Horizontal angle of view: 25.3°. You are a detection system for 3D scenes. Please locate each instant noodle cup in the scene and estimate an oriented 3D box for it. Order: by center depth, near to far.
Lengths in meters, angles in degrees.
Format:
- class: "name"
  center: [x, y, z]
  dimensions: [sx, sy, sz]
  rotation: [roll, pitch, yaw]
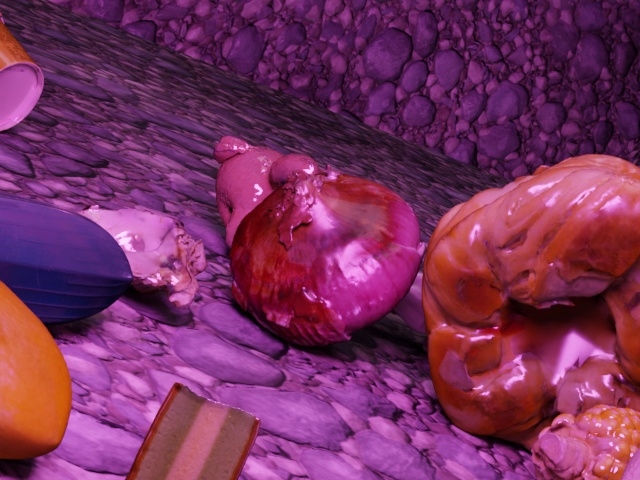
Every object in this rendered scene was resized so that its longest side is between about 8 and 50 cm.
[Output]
- class: "instant noodle cup"
  center: [-0.449, -0.222, 1.901]
  dimensions: [0.122, 0.151, 0.151]
  rotation: [42, 17, 21]

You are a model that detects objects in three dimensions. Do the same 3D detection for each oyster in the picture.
- class: "oyster"
  center: [-0.193, 0.028, 1.490]
  dimensions: [0.163, 0.081, 0.191]
  rotation: [-11, 26, -23]

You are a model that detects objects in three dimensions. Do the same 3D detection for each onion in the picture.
- class: "onion"
  center: [0.000, 0.000, 1.587]
  dimensions: [0.230, 0.230, 0.163]
  rotation: [33, -27, 35]

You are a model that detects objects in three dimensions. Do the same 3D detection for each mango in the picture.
- class: "mango"
  center: [-0.327, 0.040, 0.998]
  dimensions: [0.331, 0.142, 0.195]
  rotation: [29, 14, -20]

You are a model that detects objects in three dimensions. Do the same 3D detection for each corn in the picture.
- class: "corn"
  center: [0.345, 0.250, 1.454]
  dimensions: [0.347, 0.130, 0.130]
  rotation: [22, 11, -36]

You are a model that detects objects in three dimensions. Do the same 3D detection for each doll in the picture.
- class: "doll"
  center: [-0.024, -0.019, 1.800]
  dimensions: [0.303, 0.156, 0.201]
  rotation: [19, -30, 46]

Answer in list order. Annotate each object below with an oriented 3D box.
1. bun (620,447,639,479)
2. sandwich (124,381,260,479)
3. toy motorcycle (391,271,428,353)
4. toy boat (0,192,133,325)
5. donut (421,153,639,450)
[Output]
- class: "bun"
  center: [0.370, 0.273, 1.283]
  dimensions: [0.239, 0.141, 0.239]
  rotation: [22, 46, -24]
- class: "sandwich"
  center: [-0.090, 0.151, 1.017]
  dimensions: [0.074, 0.116, 0.074]
  rotation: [26, 12, 0]
- class: "toy motorcycle"
  center: [0.212, 0.125, 1.762]
  dimensions: [0.340, 0.108, 0.223]
  rotation: [30, 0, -5]
- class: "toy boat"
  center: [-0.278, 0.016, 1.244]
  dimensions: [0.122, 0.114, 0.296]
  rotation: [9, -2, 39]
- class: "donut"
  center: [0.274, 0.075, 1.527]
  dimensions: [0.360, 0.360, 0.170]
  rotation: [25, 28, -1]
